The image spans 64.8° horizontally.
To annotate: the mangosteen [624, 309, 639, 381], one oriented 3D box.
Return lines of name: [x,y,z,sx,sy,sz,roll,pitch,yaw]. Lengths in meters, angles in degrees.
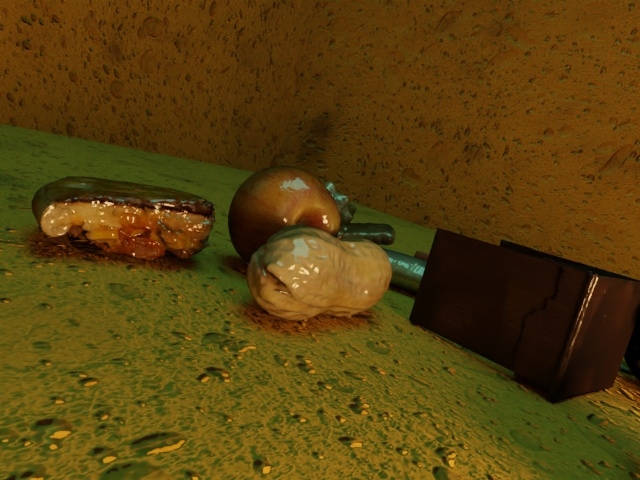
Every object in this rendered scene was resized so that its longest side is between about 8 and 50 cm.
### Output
mangosteen: [0.627,0.170,0.858,0.265,0.228,0.228,20,6,-35]

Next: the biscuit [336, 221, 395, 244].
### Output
biscuit: [0.030,-0.023,1.298,0.324,0.044,0.217,1,7,7]

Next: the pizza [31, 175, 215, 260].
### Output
pizza: [-0.313,-0.046,0.870,0.277,0.114,0.409,15,10,0]

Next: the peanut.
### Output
peanut: [0.011,0.050,0.794,0.149,0.149,0.313,25,13,41]

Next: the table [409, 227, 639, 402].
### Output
table: [0.354,0.113,0.878,0.250,0.196,0.282,7,11,-42]

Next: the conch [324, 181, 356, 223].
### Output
conch: [-0.024,-0.103,1.573,0.386,0.170,0.203,11,-15,-41]

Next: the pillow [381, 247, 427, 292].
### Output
pillow: [0.194,0.074,1.149,0.253,0.078,0.144,17,12,16]

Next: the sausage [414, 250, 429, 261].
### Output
sausage: [0.343,0.058,1.636,0.083,0.034,0.034,24,12,36]

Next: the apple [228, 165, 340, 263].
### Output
apple: [-0.068,-0.035,0.952,0.211,0.211,0.187,9,10,-38]

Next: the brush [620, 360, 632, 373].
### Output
brush: [0.671,0.272,1.025,0.205,0.011,0.083,18,8,8]
